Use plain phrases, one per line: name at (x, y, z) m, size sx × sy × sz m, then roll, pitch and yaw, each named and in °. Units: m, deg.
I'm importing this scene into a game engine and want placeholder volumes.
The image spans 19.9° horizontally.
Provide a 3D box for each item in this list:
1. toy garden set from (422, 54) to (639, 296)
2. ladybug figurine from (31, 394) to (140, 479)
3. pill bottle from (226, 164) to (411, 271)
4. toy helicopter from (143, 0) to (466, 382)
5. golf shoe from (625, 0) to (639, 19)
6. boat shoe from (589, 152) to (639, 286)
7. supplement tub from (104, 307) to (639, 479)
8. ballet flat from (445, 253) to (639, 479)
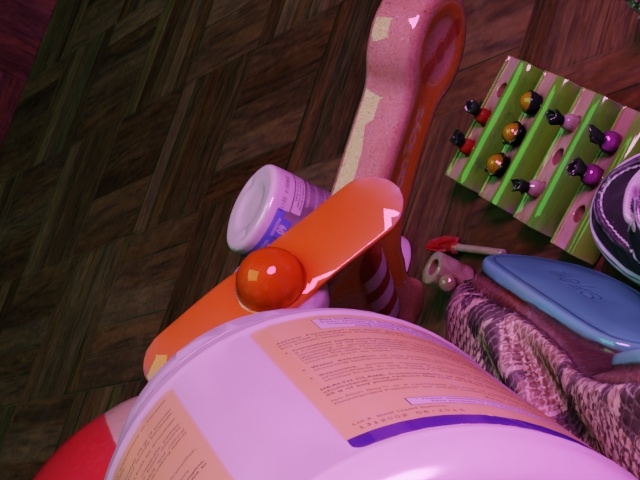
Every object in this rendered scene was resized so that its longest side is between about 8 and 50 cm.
toy garden set at (0.132, -0.029, 1.339) m, size 0.204 × 0.049 × 0.244 m, roll -62°, pitch 23°, yaw 5°
ladybug figurine at (-0.135, 0.267, 1.306) m, size 0.449 × 0.162 × 0.305 m, roll 141°, pitch 118°, yaw -76°
pill bottle at (0.000, 0.000, 1.484) m, size 0.078 × 0.137 × 0.078 m, roll -49°, pitch 26°, yaw 35°
toy helicopter at (0.012, 0.002, 1.146) m, size 0.140 × 0.235 × 0.355 m, roll 16°, pitch 89°, yaw 29°
golf shoe at (0.273, -0.197, 1.216) m, size 0.176 × 0.069 × 0.086 m, roll -23°, pitch 27°, yaw 54°
boat shoe at (0.225, -0.017, 1.055) m, size 0.108 × 0.102 × 0.301 m, roll -65°, pitch 23°, yaw 0°
supplement tub at (0.022, 0.166, 0.879) m, size 0.241 × 0.241 × 0.331 m, roll -63°, pitch 18°, yaw 3°
ballet flat at (0.183, 0.117, 0.976) m, size 0.483 × 0.164 × 0.182 m, roll -163°, pitch 81°, yaw -74°
